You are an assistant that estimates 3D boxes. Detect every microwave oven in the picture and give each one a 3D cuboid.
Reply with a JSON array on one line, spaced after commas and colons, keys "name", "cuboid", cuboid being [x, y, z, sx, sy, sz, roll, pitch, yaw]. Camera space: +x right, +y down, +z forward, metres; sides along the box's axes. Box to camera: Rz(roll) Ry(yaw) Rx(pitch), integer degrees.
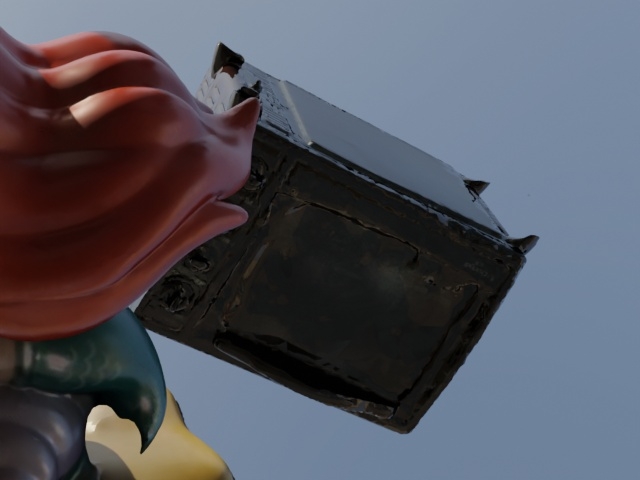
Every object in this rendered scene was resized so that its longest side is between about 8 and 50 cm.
[{"name": "microwave oven", "cuboid": [-0.001, 0.001, 0.837, 0.248, 0.188, 0.178, 25, -74, -20]}]

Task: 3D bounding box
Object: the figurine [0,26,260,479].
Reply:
[{"name": "figurine", "cuboid": [-0.126, 0.009, 0.449, 0.208, 0.181, 0.257, -1, -56, 18]}]
